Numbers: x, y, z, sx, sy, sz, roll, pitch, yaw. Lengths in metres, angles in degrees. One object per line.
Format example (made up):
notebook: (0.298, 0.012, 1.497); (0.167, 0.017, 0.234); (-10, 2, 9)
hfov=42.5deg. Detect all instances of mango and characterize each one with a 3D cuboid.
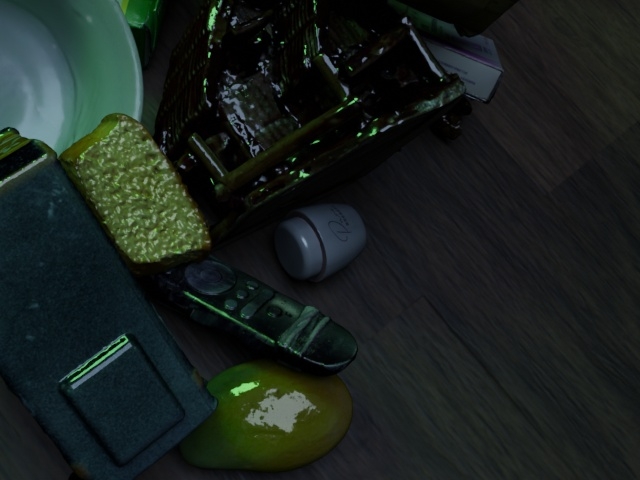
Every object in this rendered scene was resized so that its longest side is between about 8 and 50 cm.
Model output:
mango: (-0.061, 0.194, 0.904); (0.195, 0.092, 0.130); (-21, 75, -12)

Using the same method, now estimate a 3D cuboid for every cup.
cup: (-0.383, -0.164, 0.890); (0.347, 0.163, 0.347); (-1, 92, -29)

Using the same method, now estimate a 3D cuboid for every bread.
bread: (-0.192, -0.041, 0.865); (0.103, 0.065, 0.187); (-33, 103, -26)

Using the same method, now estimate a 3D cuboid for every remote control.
remote control: (-0.083, 0.084, 0.915); (0.266, 0.066, 0.090); (26, 42, 17)

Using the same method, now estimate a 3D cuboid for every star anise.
star anise: (0.121, -0.205, 1.121); (0.191, 0.070, 0.097); (17, 70, -10)

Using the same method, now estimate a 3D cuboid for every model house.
model house: (-0.062, -0.187, 0.952); (0.297, 0.317, 0.282); (-25, 83, -37)

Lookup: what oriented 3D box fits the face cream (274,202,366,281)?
face cream: (0.000, 0.000, 0.994); (0.095, 0.091, 0.091); (-21, 75, -30)

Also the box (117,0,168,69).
box: (-0.317, -0.332, 1.043); (0.250, 0.103, 0.180); (12, 66, -8)

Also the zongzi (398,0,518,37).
zongzi: (0.098, -0.401, 0.933); (0.274, 0.145, 0.300); (3, 65, -48)

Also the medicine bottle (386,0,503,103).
medicine bottle: (0.154, -0.259, 1.104); (0.171, 0.052, 0.201); (24, 26, -3)

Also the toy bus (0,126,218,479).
toy bus: (-0.250, 0.070, 0.777); (0.162, 0.194, 0.323); (-37, 115, -21)
